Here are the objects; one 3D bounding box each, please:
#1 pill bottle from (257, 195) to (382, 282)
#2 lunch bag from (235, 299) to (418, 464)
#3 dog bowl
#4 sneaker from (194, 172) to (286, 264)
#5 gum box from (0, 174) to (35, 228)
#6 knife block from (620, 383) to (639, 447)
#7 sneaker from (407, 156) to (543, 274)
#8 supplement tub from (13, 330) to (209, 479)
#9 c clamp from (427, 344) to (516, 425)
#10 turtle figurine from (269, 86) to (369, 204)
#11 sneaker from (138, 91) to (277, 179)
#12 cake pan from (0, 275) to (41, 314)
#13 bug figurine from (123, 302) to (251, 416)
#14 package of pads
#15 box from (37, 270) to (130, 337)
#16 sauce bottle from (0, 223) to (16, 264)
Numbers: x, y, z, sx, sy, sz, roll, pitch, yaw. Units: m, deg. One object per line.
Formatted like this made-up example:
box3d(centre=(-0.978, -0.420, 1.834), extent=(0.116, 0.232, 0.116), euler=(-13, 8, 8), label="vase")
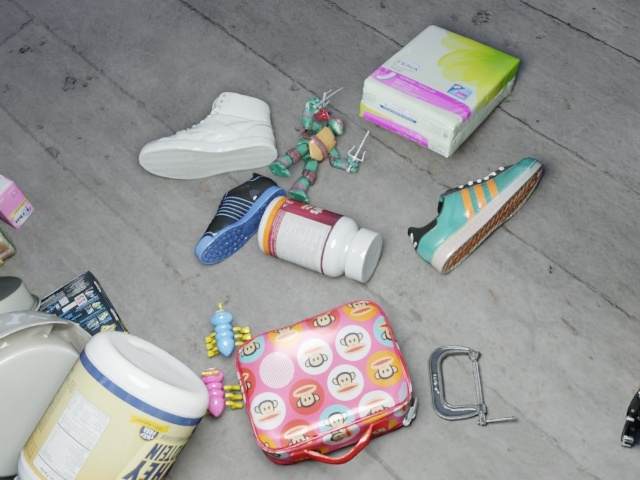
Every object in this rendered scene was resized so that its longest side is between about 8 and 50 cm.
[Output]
box3d(centre=(0.000, 0.000, 1.633), extent=(0.221, 0.121, 0.121), euler=(19, 64, 20), label="pill bottle")
box3d(centre=(0.013, 0.262, 1.474), extent=(0.293, 0.120, 0.258), euler=(-18, 58, -1), label="lunch bag")
box3d(centre=(-0.518, 0.277, 1.446), extent=(0.102, 0.349, 0.349), euler=(29, 67, 39), label="dog bowl")
box3d(centre=(-0.179, -0.047, 1.725), extent=(0.232, 0.081, 0.090), euler=(-41, 57, -22), label="sneaker")
box3d(centre=(-0.729, -0.111, 1.843), extent=(0.188, 0.107, 0.062), euler=(26, 67, 23), label="gum box")
box3d(centre=(0.595, 0.229, 1.422), extent=(0.088, 0.242, 0.275), euler=(28, 23, 23), label="knife block")
box3d(centre=(0.297, -0.074, 1.631), extent=(0.302, 0.108, 0.121), euler=(-41, 65, -13), label="sneaker")
box3d(centre=(-0.351, 0.333, 1.393), extent=(0.228, 0.228, 0.316), euler=(33, 92, 26), label="supplement tub")
box3d(centre=(0.259, 0.255, 1.495), extent=(0.137, 0.022, 0.161), euler=(-14, 59, 8), label="c clamp")
box3d(centre=(0.001, -0.196, 1.760), extent=(0.175, 0.118, 0.234), euler=(44, 68, -13), label="turtle figurine")
box3d(centre=(-0.245, -0.232, 1.836), extent=(0.292, 0.108, 0.169), euler=(-5, 56, -4), label="sneaker")
box3d(centre=(-0.687, 0.142, 1.612), extent=(0.293, 0.054, 0.293), euler=(-12, 17, 4), label="cake pan")
box3d(centre=(-0.259, 0.239, 1.555), extent=(0.278, 0.072, 0.216), euler=(-16, 65, 0), label="bug figurine")
box3d(centre=(0.243, -0.318, 1.757), extent=(0.229, 0.101, 0.296), euler=(29, 51, 23), label="package of pads")
box3d(centre=(-0.504, 0.186, 1.656), extent=(0.220, 0.051, 0.175), euler=(-34, 59, -10), label="box")
box3d(centre=(-0.801, 0.080, 1.743), extent=(0.344, 0.111, 0.111), euler=(-36, 60, -10), label="sauce bottle")
